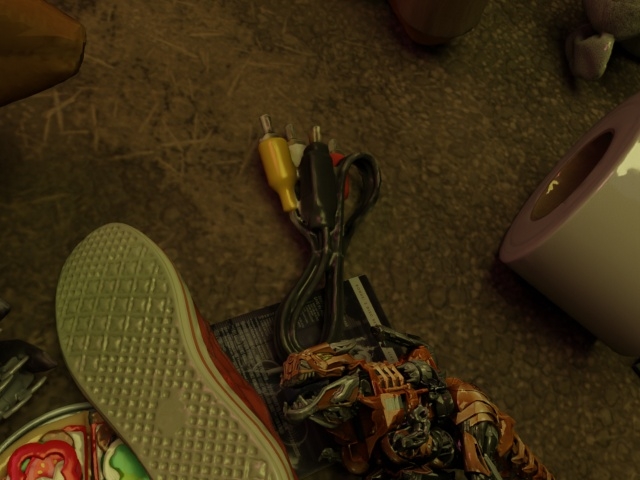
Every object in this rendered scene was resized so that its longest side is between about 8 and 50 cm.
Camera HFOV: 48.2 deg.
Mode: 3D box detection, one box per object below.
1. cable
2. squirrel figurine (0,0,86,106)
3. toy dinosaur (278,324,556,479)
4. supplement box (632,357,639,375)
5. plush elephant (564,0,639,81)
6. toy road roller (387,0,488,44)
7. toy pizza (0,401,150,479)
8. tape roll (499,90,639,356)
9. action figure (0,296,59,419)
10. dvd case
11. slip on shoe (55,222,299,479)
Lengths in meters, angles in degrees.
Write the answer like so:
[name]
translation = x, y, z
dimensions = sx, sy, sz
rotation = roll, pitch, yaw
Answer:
[cable]
translation = 0.000, 0.000, 0.754
dimensions = 0.139, 0.072, 0.287
rotation = 12, 66, -31
[squirrel figurine]
translation = -0.418, -0.174, 0.494
dimensions = 0.397, 0.281, 0.370
rotation = 18, 27, -42
[toy dinosaur]
translation = 0.109, 0.192, 0.636
dimensions = 0.321, 0.164, 0.218
rotation = 12, 59, -11
[supplement box]
translation = 0.500, 0.121, 0.855
dimensions = 0.220, 0.114, 0.111
rotation = -31, 79, -32
[plush elephant]
translation = 0.471, -0.352, 0.993
dimensions = 0.330, 0.272, 0.255
rotation = 16, 41, 19
[toy road roller]
translation = 0.057, -0.399, 0.891
dimensions = 0.240, 0.202, 0.330
rotation = -22, 69, -16
[toy pizza]
translation = -0.182, 0.229, 0.579
dimensions = 0.201, 0.032, 0.201
rotation = 9, 62, -17
[tape roll]
translation = 0.338, -0.020, 0.782
dimensions = 0.169, 0.246, 0.246
rotation = 38, 58, 1
[action figure]
translation = -0.316, 0.167, 0.496
dimensions = 0.285, 0.099, 0.185
rotation = -57, 132, -32
[dvd case]
translation = -0.015, 0.136, 0.699
dimensions = 0.221, 0.018, 0.165
rotation = -17, 71, -27
[slip on shoe]
translation = -0.125, 0.118, 0.609
dimensions = 0.123, 0.101, 0.331
rotation = -40, 63, -3
